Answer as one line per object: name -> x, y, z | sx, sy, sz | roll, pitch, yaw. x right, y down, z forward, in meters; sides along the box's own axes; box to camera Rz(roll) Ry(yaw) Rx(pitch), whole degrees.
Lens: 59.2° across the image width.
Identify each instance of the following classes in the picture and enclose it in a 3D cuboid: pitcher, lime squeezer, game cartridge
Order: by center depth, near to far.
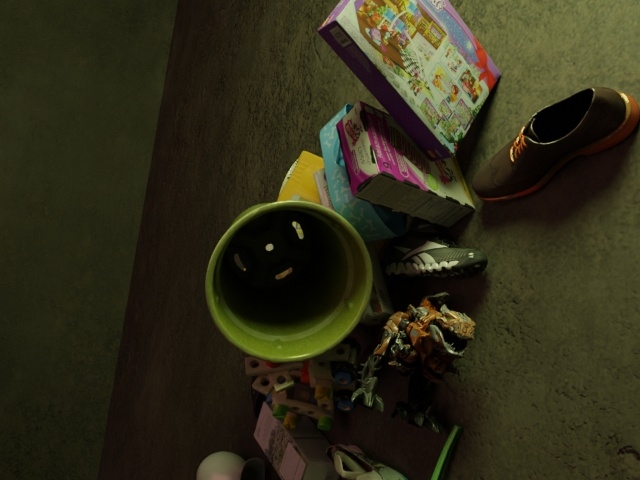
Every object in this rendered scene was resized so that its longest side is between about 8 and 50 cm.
lime squeezer -> 0.187, 0.455, 0.882 | 0.110, 0.058, 0.311 | -32, 53, 50
game cartridge -> 0.000, 0.000, 1.191 | 0.285, 0.052, 0.324 | 27, 93, 32
pitcher -> -0.223, 0.637, 1.440 | 0.207, 0.125, 0.178 | -14, 83, 44

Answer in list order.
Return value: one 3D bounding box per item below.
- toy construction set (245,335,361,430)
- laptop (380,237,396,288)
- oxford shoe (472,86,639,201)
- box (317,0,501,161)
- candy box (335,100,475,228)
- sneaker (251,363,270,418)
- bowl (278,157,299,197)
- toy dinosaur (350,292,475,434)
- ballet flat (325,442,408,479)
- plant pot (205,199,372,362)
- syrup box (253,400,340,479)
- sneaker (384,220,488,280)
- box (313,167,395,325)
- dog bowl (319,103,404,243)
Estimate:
toy construction set -> -0.031, 0.270, 1.109 | 0.328, 0.214, 0.151 | 78, -161, -59
laptop -> 0.027, -0.003, 1.218 | 0.137, 0.264, 0.235 | 78, -167, -73
oxford shoe -> 0.315, -0.143, 0.836 | 0.271, 0.098, 0.097 | -38, 49, 47
box -> 0.155, -0.301, 0.910 | 0.057, 0.293, 0.201 | -1, 50, 58
candy box -> 0.148, -0.126, 0.971 | 0.071, 0.233, 0.159 | -40, 49, 39
sneaker -> -0.121, 0.293, 1.397 | 0.130, 0.108, 0.287 | 34, 107, 63
bowl -> -0.034, -0.114, 1.383 | 0.080, 0.170, 0.170 | 23, 103, 14
toy dinosaur -> 0.158, 0.199, 0.970 | 0.322, 0.164, 0.219 | 86, -158, -72
ballet flat -> 0.079, 0.437, 1.040 | 0.221, 0.079, 0.077 | 13, 90, 59
plant pot -> -0.074, 0.040, 1.026 | 0.254, 0.275, 0.276 | -132, 59, -70
syrup box -> -0.054, 0.453, 1.233 | 0.237, 0.096, 0.093 | 31, 106, 58
sneaker -> 0.196, 0.015, 0.996 | 0.234, 0.078, 0.106 | -9, 74, 59
box -> 0.063, 0.003, 1.092 | 0.063, 0.067, 0.324 | -24, 67, 21
dog bowl -> 0.072, -0.122, 1.057 | 0.074, 0.166, 0.298 | -26, 50, 23
